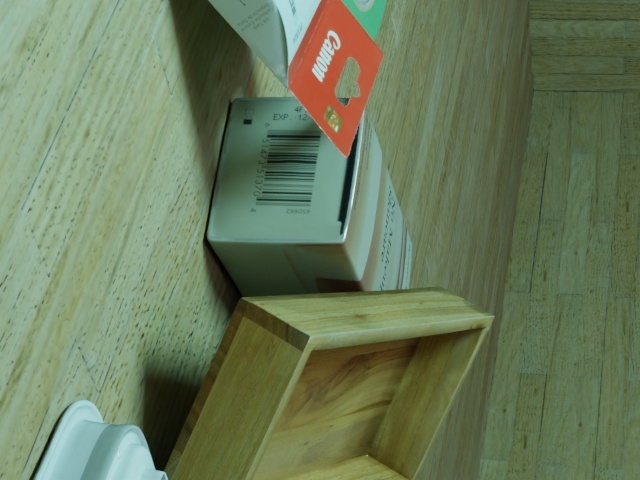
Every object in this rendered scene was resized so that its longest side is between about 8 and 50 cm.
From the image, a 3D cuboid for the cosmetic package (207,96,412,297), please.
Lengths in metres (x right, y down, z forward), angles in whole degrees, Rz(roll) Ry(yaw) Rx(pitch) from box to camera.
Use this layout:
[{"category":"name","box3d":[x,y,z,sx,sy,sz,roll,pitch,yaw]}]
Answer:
[{"category":"cosmetic package","box3d":[0.000,0.000,1.362,0.296,0.129,0.153,65,30,-63]}]

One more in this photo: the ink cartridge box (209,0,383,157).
[{"category":"ink cartridge box","box3d":[-0.015,-0.212,1.191,0.232,0.066,0.189,45,34,-18]}]

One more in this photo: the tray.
[{"category":"tray","box3d":[0.014,0.147,1.251,0.411,0.076,0.203,1,116,-65]}]

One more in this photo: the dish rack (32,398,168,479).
[{"category":"dish rack","box3d":[-0.150,0.302,0.936,0.333,0.072,0.285,-74,160,-47]}]

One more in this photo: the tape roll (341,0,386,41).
[{"category":"tape roll","box3d":[0.010,-0.353,1.455,0.321,0.077,0.321,2,90,-77]}]
